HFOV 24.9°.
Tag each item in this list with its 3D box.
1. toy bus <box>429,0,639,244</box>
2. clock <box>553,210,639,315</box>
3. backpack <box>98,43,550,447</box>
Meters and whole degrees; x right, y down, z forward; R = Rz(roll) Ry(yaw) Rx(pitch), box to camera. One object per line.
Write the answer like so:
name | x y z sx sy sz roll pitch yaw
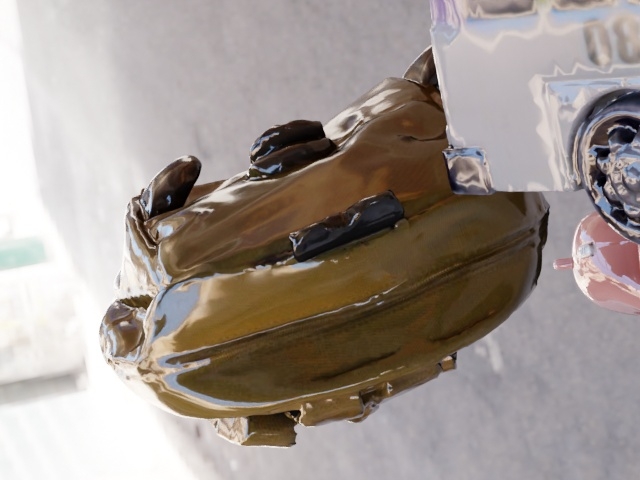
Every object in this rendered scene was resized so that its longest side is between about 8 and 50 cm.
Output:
toy bus | 0.258 -0.142 0.706 0.440 0.209 0.249 3 115 48
clock | 0.391 0.031 1.604 0.241 0.227 0.142 163 108 -68
backpack | 0.004 0.005 1.041 0.201 0.354 0.378 67 171 -12
